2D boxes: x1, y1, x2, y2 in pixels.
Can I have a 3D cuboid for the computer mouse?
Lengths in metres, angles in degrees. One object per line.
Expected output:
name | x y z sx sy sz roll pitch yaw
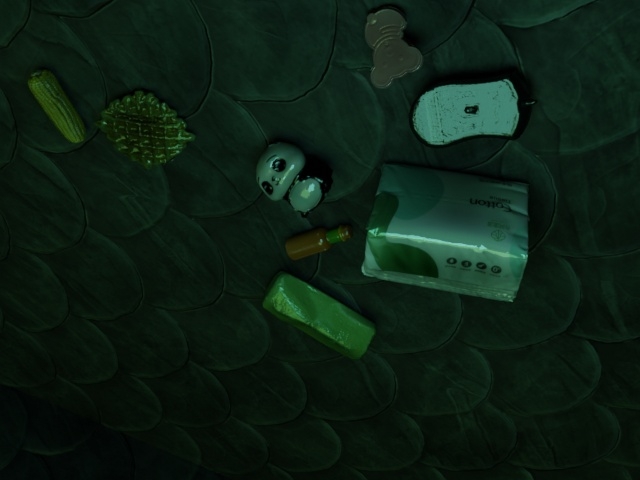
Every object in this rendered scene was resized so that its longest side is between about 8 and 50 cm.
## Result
computer mouse | 0.323 -0.280 1.524 0.264 0.088 0.147 -1 115 20

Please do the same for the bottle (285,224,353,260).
bottle | 0.000 0.000 1.902 0.187 0.069 0.069 -16 125 28

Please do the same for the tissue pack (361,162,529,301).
tissue pack | 0.286 -0.026 1.647 0.356 0.266 0.194 9 134 9

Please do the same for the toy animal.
toy animal | -0.075 -0.147 1.740 0.179 0.138 0.166 28 118 -16

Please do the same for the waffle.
waffle | -0.437 -0.276 1.795 0.214 0.054 0.208 -30 114 30

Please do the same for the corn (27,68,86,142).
corn | -0.658 -0.335 1.803 0.072 0.072 0.203 -7 130 23

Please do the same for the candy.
candy | -0.004 0.218 2.076 0.343 0.132 0.142 31 176 -9

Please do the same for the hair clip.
hair clip | 0.141 -0.396 1.464 0.123 0.102 0.138 -17 124 26
